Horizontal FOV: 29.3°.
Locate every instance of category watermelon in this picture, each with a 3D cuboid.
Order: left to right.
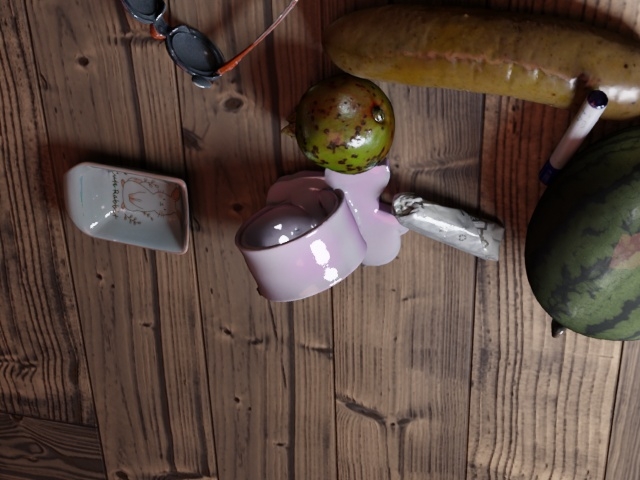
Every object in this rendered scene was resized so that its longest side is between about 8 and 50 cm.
[{"bbox_3d":[0.442,0.000,1.775,0.278,0.279,0.359,30,129,-4],"label":"watermelon"}]

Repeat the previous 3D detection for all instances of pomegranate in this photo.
[{"bbox_3d":[0.022,-0.177,1.873,0.205,0.159,0.159,6,130,49],"label":"pomegranate"}]

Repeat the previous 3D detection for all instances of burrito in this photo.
[{"bbox_3d":[0.205,-0.025,1.944,0.203,0.064,0.064,20,128,-13],"label":"burrito"}]

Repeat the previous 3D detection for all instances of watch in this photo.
[{"bbox_3d":[0.000,0.000,1.950,0.248,0.217,0.211,-11,119,25],"label":"watch"}]

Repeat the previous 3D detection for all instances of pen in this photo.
[{"bbox_3d":[0.362,-0.145,1.767,0.033,0.033,0.269,21,159,4],"label":"pen"}]

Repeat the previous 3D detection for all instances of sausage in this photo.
[{"bbox_3d":[0.241,-0.268,1.756,0.500,0.123,0.136,10,153,11],"label":"sausage"}]

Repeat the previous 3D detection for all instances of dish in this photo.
[{"bbox_3d":[-0.328,-0.072,2.101,0.234,0.064,0.154,11,125,10],"label":"dish"}]

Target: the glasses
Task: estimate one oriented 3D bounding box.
[{"bbox_3d":[-0.158,-0.382,1.807,0.268,0.118,0.234,-34,106,33],"label":"glasses"}]
